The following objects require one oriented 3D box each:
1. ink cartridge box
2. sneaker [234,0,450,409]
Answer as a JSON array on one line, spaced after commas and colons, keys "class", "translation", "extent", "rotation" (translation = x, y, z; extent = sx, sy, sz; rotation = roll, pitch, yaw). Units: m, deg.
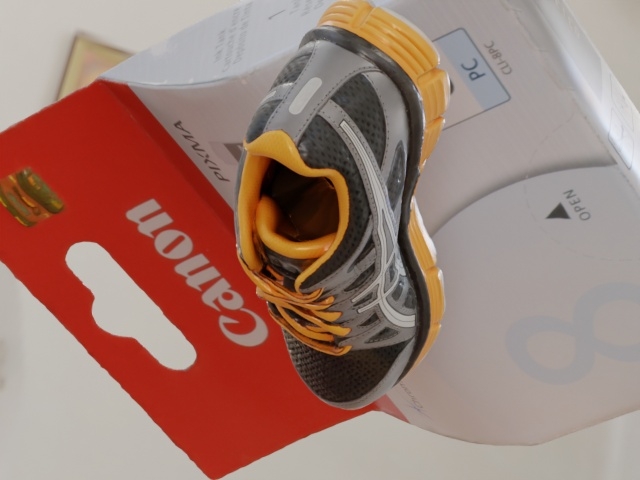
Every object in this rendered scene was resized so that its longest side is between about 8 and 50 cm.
[{"class": "ink cartridge box", "translation": [0.005, 0.012, 1.119], "extent": [0.385, 0.091, 0.308], "rotation": [-24, -55, 23]}, {"class": "sneaker", "translation": [0.000, 0.000, 0.829], "extent": [0.084, 0.083, 0.215], "rotation": [24, -40, 25]}]
